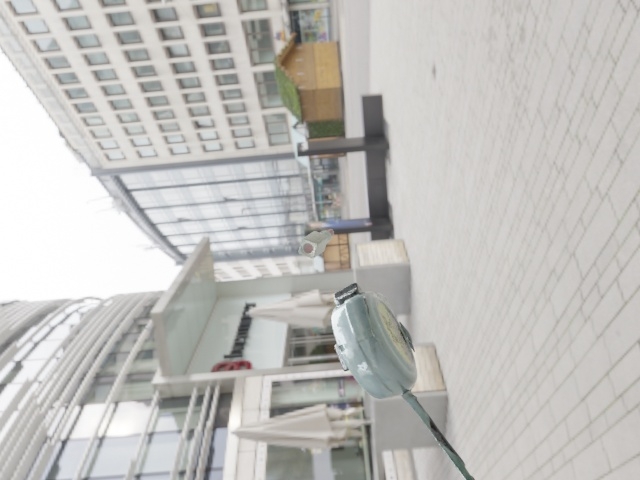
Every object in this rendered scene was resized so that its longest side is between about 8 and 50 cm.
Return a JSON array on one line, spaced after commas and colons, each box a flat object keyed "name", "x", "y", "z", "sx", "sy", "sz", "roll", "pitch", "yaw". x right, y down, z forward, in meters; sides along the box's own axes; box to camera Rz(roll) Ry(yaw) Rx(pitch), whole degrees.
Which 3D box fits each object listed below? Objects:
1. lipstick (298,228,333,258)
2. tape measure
[{"name": "lipstick", "x": 0.000, "y": -0.001, "z": 1.063, "sx": 0.129, "sy": 0.030, "sz": 0.030, "roll": -34, "pitch": -37, "yaw": -66}, {"name": "tape measure", "x": 0.103, "y": 0.209, "z": 0.773, "sx": 0.164, "sy": 0.084, "sz": 0.330, "roll": 28, "pitch": -146, "yaw": -54}]
